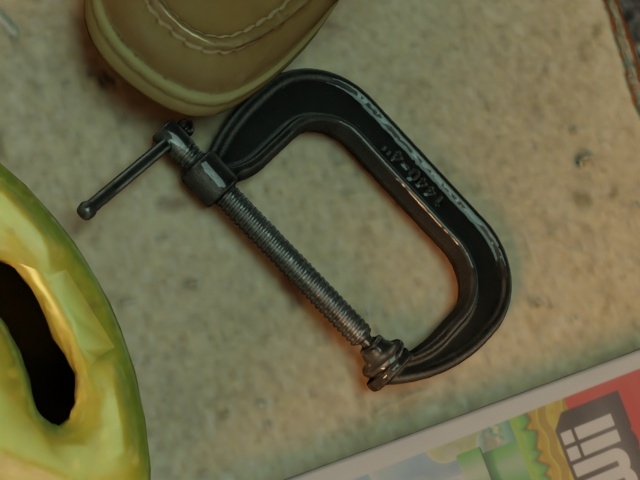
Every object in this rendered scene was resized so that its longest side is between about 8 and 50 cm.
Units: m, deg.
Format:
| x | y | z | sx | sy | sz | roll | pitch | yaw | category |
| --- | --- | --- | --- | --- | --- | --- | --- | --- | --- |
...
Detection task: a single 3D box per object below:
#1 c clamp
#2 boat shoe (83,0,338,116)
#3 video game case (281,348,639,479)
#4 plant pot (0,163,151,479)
| x | y | z | sx | sy | sz | roll | pitch | yaw | category |
| --- | --- | --- | --- | --- | --- | --- | --- | --- | --- |
| 0.000 | 0.000 | 0.721 | 0.161 | 0.022 | 0.137 | 42 | 54 | -5 | c clamp |
| 0.000 | -0.172 | 0.739 | 0.105 | 0.089 | 0.285 | 36 | 59 | -11 | boat shoe |
| 0.082 | 0.166 | 0.695 | 0.285 | 0.025 | 0.204 | -16 | 80 | -30 | video game case |
| -0.168 | 0.081 | 0.468 | 0.276 | 0.254 | 0.276 | 10 | 67 | -24 | plant pot |
